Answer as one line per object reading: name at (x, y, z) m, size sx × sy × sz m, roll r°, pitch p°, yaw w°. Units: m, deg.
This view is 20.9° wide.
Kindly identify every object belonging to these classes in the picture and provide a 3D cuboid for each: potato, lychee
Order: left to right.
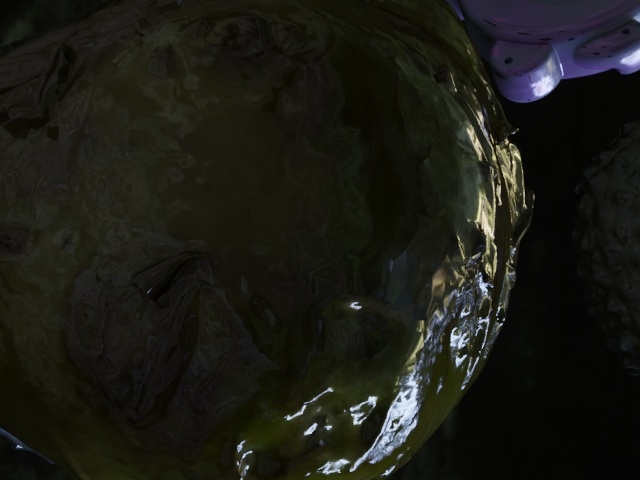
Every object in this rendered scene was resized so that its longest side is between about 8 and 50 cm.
potato at (0.000, 0.000, 0.731) m, size 0.196 × 0.246 × 0.299 m, roll 7°, pitch -159°, yaw 45°
lychee at (0.311, 0.007, 1.232) m, size 0.255 × 0.274 × 0.255 m, roll -1°, pitch -88°, yaw -34°

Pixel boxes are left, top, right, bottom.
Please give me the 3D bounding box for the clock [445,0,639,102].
clock at (0.248, -0.247, 1.638) m, size 0.248 × 0.090 × 0.227 m, roll -28°, pitch -130°, yaw -1°
